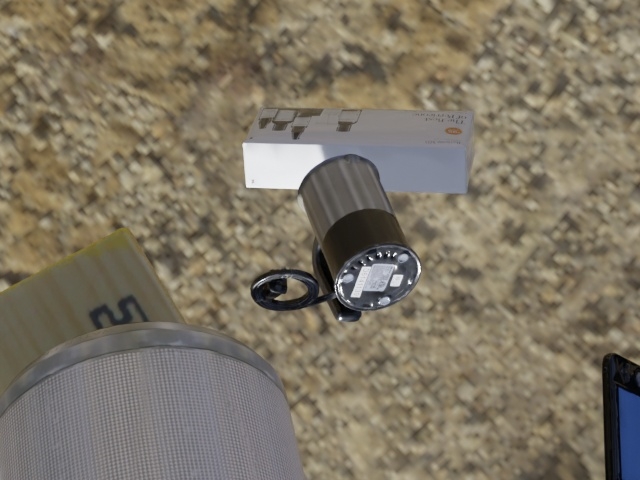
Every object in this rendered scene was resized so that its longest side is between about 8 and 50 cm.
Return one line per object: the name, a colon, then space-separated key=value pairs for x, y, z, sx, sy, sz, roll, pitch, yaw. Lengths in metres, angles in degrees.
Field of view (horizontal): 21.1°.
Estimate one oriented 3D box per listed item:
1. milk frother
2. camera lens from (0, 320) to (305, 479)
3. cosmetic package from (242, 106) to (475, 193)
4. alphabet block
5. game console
milk frother: x=0.000 y=0.000 z=1.609 sx=0.143 sy=0.134 sz=0.129 roll=18 pitch=122 yaw=-33
camera lens: x=-0.111 y=0.210 z=1.175 sx=0.219 sy=0.274 sz=0.219 roll=-8 pitch=139 yaw=-8
cosmetic package: x=0.043 y=-0.100 z=1.851 sx=0.239 sy=0.099 sz=0.060 roll=2 pitch=120 yaw=9
alphabet block: x=-0.219 y=0.134 z=1.501 sx=0.193 sy=0.197 sz=0.192 roll=-30 pitch=176 yaw=-30
game console: x=0.261 y=0.147 z=1.261 sx=0.107 sy=0.071 sz=0.122 roll=27 pitch=58 yaw=-50
